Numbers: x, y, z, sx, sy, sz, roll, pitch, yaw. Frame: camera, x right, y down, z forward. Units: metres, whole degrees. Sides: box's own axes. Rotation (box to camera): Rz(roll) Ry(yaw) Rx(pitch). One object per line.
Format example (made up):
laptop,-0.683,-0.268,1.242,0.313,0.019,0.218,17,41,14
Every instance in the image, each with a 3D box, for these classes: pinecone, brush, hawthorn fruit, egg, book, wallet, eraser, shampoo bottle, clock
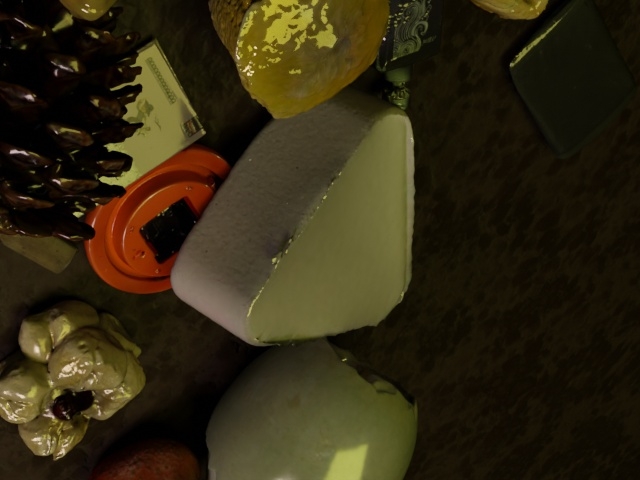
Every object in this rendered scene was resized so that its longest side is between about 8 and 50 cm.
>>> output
pinecone,-0.274,-0.116,0.971,0.224,0.224,0.273,17,107,-47
brush,-0.352,-0.020,1.122,0.043,0.036,0.248,-44,140,5
hawthorn fruit,-0.262,0.357,1.447,0.203,0.163,0.163,-10,131,-12
egg,-0.028,0.302,1.482,0.336,0.278,0.278,-53,140,6
book,-0.225,-0.119,1.137,0.181,0.014,0.127,-35,122,-12
wallet,0.369,-0.243,1.544,0.168,0.052,0.245,-45,136,-1
eraser,0.000,0.000,1.323,0.331,0.150,0.331,-32,136,-37
shampoo bottle,0.097,-0.292,1.252,0.098,0.071,0.310,-26,138,-26
clock,-0.184,-0.023,1.250,0.205,0.051,0.205,-22,134,-25

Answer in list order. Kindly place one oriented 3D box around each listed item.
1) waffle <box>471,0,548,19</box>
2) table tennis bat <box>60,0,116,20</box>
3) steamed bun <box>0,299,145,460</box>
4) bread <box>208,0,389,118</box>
waffle,0.276,-0.411,1.311,0.168,0.057,0.274,13,114,-46
table tennis bat,-0.124,-0.307,0.950,0.198,0.050,0.321,48,59,-16
steamed bun,-0.304,0.168,1.265,0.177,0.106,0.192,-39,138,-10
bread,-0.028,-0.238,1.109,0.197,0.170,0.197,-21,134,-23
